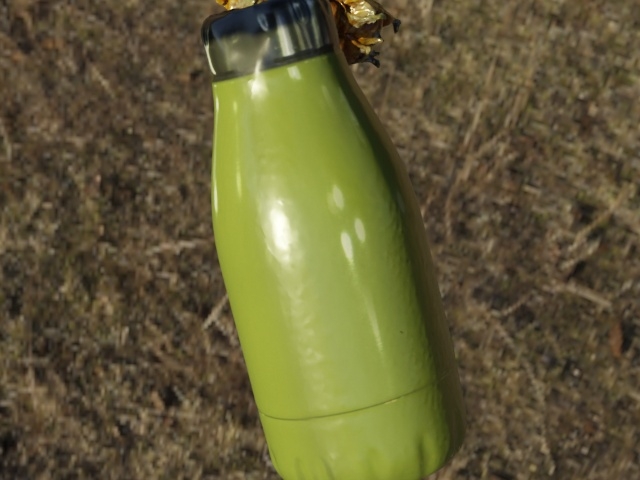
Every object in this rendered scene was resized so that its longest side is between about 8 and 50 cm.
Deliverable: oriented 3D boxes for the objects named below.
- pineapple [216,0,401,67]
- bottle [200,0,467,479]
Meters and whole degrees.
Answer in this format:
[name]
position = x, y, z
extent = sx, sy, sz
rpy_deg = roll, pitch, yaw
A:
[pineapple]
position = -0.005, -0.181, 1.029
extent = 0.135, 0.079, 0.233
rpy_deg = 54, 20, 21
[bottle]
position = 0.000, 0.000, 0.711
extent = 0.112, 0.260, 0.112
rpy_deg = -14, 10, 2
